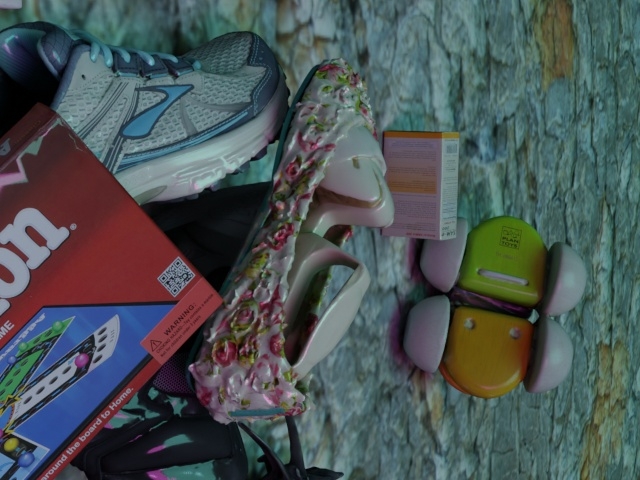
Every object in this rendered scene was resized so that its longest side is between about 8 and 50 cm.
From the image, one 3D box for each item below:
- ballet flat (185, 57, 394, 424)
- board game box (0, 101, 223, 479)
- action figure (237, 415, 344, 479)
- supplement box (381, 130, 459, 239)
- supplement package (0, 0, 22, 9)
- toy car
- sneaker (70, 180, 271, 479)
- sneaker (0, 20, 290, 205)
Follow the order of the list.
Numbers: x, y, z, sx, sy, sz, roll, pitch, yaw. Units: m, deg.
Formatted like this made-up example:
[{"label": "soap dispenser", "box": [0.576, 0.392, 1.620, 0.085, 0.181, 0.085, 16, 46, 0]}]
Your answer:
[{"label": "ballet flat", "box": [0.000, 0.000, 0.585, 0.091, 0.077, 0.240, 53, 52, -56]}, {"label": "board game box", "box": [-0.184, 0.083, 0.461, 0.281, 0.027, 0.145, -47, 130, -13]}, {"label": "action figure", "box": [-0.013, 0.273, 0.737, 0.164, 0.141, 0.275, -10, 106, -53]}, {"label": "supplement box", "box": [0.092, -0.051, 0.910, 0.036, 0.062, 0.098, -10, 103, -56]}, {"label": "supplement package", "box": [-0.252, -0.139, 0.269, 0.262, 0.204, 0.145, -12, 104, -54]}, {"label": "toy car", "box": [0.168, 0.068, 0.990, 0.136, 0.159, 0.181, 101, 2, -79]}, {"label": "sneaker", "box": [-0.076, 0.064, 0.637, 0.269, 0.101, 0.153, -34, 114, -42]}, {"label": "sneaker", "box": [-0.118, -0.075, 0.562, 0.283, 0.110, 0.122, -45, 126, -43]}]
